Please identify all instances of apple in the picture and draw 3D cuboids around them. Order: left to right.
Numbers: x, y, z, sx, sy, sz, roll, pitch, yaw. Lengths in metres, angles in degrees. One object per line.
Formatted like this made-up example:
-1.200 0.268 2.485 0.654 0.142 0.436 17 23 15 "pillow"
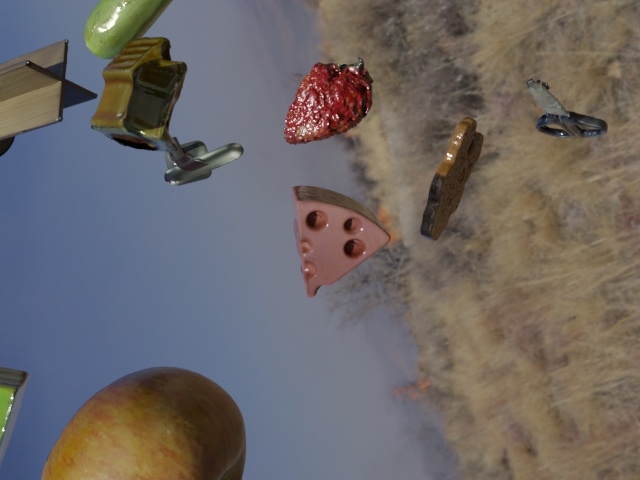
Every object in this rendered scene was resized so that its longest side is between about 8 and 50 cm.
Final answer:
-0.333 0.435 1.381 0.400 0.334 0.400 16 -90 -74 "apple"

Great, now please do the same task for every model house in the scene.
-0.358 -0.314 1.556 0.173 0.268 0.239 20 -96 -49 "model house"

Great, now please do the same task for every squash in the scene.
-0.395 -0.553 1.643 0.118 0.371 0.118 42 -160 -19 "squash"

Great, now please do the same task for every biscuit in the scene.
0.307 -0.142 1.745 0.044 0.295 0.186 22 173 29 "biscuit"

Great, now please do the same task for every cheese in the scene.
0.001 -0.026 1.434 0.177 0.203 0.128 51 -171 -20 "cheese"

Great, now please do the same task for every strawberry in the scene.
0.026 -0.246 1.313 0.085 0.192 0.140 33 135 49 "strawberry"

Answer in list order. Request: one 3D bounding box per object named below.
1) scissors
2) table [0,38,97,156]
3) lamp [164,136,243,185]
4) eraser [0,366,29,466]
0.349 -0.194 1.088 0.300 0.109 0.022 14 -97 -58 "scissors"
-0.479 -0.226 1.154 0.167 0.227 0.167 24 -119 -56 "table"
-0.307 -0.221 1.894 0.283 0.203 0.124 -157 53 -80 "lamp"
-0.652 0.294 1.212 0.092 0.274 0.210 -133 60 -71 "eraser"
